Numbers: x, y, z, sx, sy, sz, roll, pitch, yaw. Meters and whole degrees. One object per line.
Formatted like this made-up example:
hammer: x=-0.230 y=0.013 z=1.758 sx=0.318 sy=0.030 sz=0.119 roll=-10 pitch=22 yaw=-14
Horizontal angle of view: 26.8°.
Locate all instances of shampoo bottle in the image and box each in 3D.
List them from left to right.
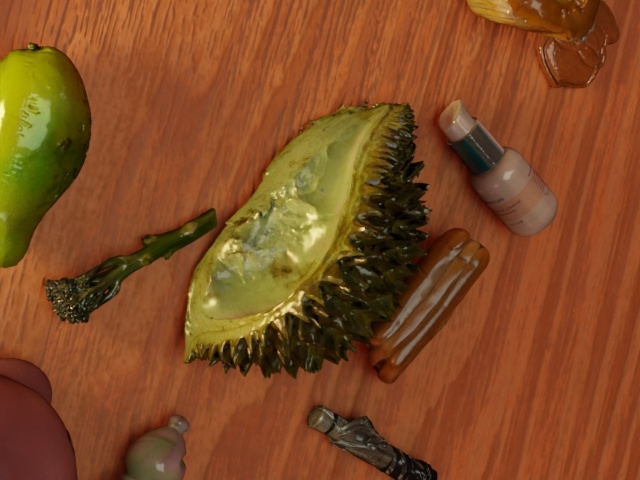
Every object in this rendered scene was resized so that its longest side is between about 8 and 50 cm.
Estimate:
shampoo bottle: x=0.215 y=-0.088 z=1.659 sx=0.192 sy=0.074 sz=0.074 roll=46 pitch=76 yaw=-23

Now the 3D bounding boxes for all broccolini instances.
broccolini: x=-0.201 y=0.030 z=1.489 sx=0.216 sy=0.067 sz=0.058 roll=-28 pitch=111 yaw=-30

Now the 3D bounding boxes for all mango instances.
mango: x=-0.304 y=-0.086 z=1.386 sx=0.125 sy=0.111 sz=0.233 roll=11 pitch=93 yaw=-22

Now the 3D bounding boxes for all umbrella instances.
umbrella: x=0.066 y=0.253 z=1.649 sx=0.188 sy=0.046 sz=0.050 roll=34 pitch=78 yaw=-20

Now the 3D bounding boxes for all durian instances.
durian: x=0.005 y=0.005 z=1.541 sx=0.394 sy=0.198 sz=0.163 roll=-60 pitch=145 yaw=-13

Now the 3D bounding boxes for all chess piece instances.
chess piece: x=-0.219 y=0.312 z=1.483 sx=0.139 sy=0.139 sz=0.271 roll=40 pitch=68 yaw=-25

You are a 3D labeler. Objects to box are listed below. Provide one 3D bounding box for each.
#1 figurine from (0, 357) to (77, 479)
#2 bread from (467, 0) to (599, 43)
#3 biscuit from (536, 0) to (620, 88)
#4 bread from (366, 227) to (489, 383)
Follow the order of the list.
figurine: x=-0.367 y=0.246 z=1.340 sx=0.261 sy=0.211 sz=0.269 roll=-7 pitch=99 yaw=-26
bread: x=0.276 y=-0.390 z=1.629 sx=0.152 sy=0.119 sz=0.288 roll=10 pitch=92 yaw=-31
biscuit: x=0.330 y=-0.253 z=1.726 sx=0.102 sy=0.019 sz=0.130 roll=42 pitch=79 yaw=-23
bread: x=0.123 y=0.079 z=1.620 sx=0.077 sy=0.116 sz=0.200 roll=39 pitch=79 yaw=2
